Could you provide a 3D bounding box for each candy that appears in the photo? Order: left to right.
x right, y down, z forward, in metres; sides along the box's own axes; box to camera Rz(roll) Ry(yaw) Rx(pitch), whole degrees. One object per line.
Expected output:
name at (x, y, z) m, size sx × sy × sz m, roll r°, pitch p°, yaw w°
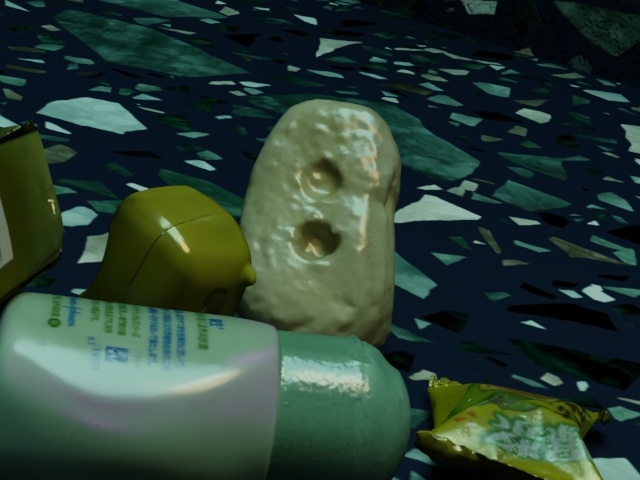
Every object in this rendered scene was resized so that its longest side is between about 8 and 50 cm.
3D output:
candy at (0.178, 0.177, 1.711) m, size 0.187 × 0.081 × 0.297 m, roll 12°, pitch 7°, yaw 6°

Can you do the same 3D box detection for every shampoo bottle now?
shampoo bottle at (-0.098, 0.137, 1.560) m, size 0.349 × 0.151 × 0.222 m, roll 7°, pitch 11°, yaw -9°

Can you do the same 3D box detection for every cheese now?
cheese at (-0.002, 0.000, 1.946) m, size 0.173 × 0.251 × 0.248 m, roll 9°, pitch 33°, yaw -2°

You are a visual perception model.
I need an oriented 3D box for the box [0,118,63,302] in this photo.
box at (-0.463, 0.032, 1.482) m, size 0.420 × 0.138 × 0.373 m, roll -9°, pitch 14°, yaw 18°

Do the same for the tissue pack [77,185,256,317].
tissue pack at (-0.143, 0.047, 1.768) m, size 0.123 × 0.178 × 0.127 m, roll -11°, pitch 46°, yaw -47°
